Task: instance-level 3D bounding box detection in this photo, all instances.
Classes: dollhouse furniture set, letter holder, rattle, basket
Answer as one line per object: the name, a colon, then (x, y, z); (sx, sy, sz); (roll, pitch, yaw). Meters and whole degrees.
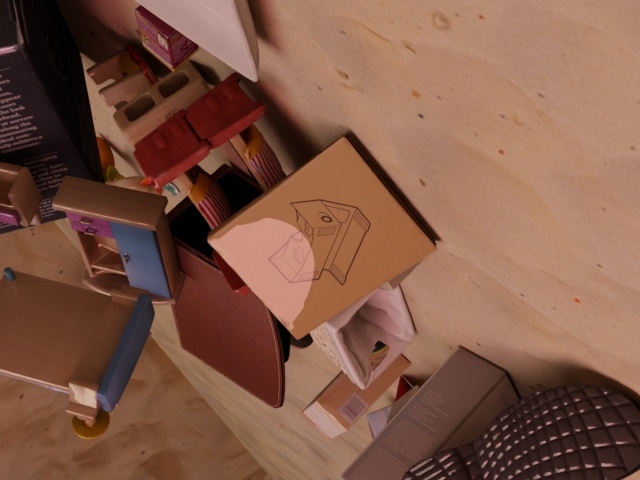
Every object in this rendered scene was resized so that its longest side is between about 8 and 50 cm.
dollhouse furniture set: (-0.142, -0.121, 1.396); (0.201, 0.152, 0.374); (56, 178, -36)
letter holder: (-0.096, 0.078, 1.608); (0.214, 0.152, 0.301); (31, 149, 24)
dollhouse furniture set: (-0.337, 0.096, 1.387); (0.287, 0.303, 0.198); (12, 147, 9)
rattle: (-0.331, -0.131, 1.971); (0.130, 0.142, 0.200); (17, 160, -27)
basket: (0.042, 0.099, 1.476); (0.103, 0.113, 0.167); (36, 161, 35)

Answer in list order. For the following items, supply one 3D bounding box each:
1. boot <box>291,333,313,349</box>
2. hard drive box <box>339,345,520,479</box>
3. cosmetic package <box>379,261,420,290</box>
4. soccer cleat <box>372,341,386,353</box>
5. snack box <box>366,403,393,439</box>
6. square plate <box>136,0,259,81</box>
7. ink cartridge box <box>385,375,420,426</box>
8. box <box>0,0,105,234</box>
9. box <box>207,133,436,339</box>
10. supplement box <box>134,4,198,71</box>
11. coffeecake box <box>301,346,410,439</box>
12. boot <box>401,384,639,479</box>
boot: (-0.037, 0.119, 1.802); (0.137, 0.077, 0.198); (17, 150, 49)
hard drive box: (0.162, 0.285, 1.424); (0.089, 0.232, 0.181); (28, 156, 47)
cosmetic package: (0.060, -0.003, 1.275); (0.115, 0.060, 0.041); (50, 164, -13)
soccer cleat: (0.031, 0.111, 1.631); (0.179, 0.060, 0.072); (32, 158, 46)
snack box: (0.147, 0.400, 1.927); (0.207, 0.070, 0.174); (73, 174, -61)
square plate: (-0.196, -0.347, 1.064); (0.347, 0.049, 0.344); (38, 163, 22)
ink cartridge box: (0.216, 0.326, 1.641); (0.275, 0.060, 0.239); (46, -160, -5)
box: (-0.454, -0.230, 1.485); (0.395, 0.212, 0.293); (80, 175, -62)
box: (0.000, 0.000, 1.226); (0.164, 0.201, 0.021); (49, -158, -17)
supplement box: (-0.178, -0.243, 1.286); (0.055, 0.043, 0.083); (42, 165, 11)
coffeecake box: (0.051, 0.232, 1.726); (0.068, 0.142, 0.185); (44, 164, 4)
boot: (0.275, 0.259, 1.279); (0.223, 0.118, 0.338); (14, 149, -42)
